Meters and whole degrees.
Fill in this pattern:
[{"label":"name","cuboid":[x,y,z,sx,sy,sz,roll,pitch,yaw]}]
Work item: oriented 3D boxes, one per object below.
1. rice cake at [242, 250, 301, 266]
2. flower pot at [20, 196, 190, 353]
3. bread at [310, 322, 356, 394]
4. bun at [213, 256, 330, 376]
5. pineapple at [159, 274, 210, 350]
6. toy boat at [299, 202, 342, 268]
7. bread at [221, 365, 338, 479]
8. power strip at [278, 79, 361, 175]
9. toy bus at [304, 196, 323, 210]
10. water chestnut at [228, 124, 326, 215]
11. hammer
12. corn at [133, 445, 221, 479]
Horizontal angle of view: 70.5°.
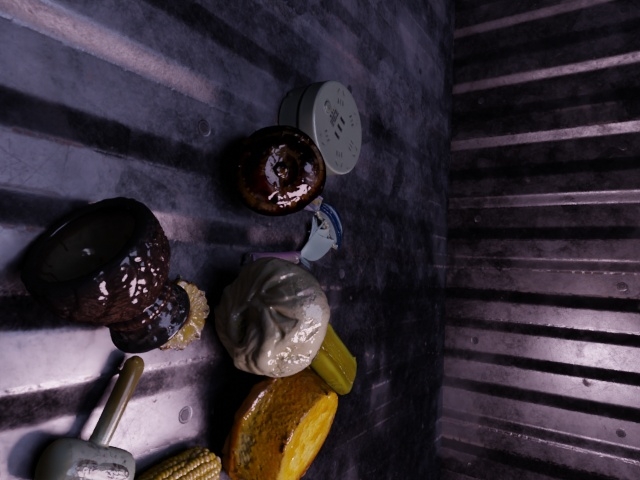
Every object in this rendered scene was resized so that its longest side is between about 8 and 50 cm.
[{"label":"rice cake","cuboid":[-0.154,0.061,1.514,0.269,0.055,0.049,1,85,-54]},{"label":"flower pot","cuboid":[-0.418,0.090,0.954,0.267,0.266,0.267,-61,146,-36]},{"label":"bread","cuboid":[0.026,0.444,1.736,0.384,0.112,0.166,58,42,-40]},{"label":"bun","cuboid":[-0.155,0.218,1.271,0.210,0.359,0.360,8,83,-49]},{"label":"pineapple","cuboid":[-0.379,0.190,1.186,0.221,0.047,0.222,-1,91,-55]},{"label":"toy boat","cuboid":[-0.004,-0.031,1.730,0.291,0.070,0.210,-28,111,-50]},{"label":"bread","cuboid":[-0.117,0.568,1.378,0.398,0.215,0.399,-42,145,-40]},{"label":"power strip","cuboid":[0.014,-0.397,1.665,0.357,0.161,0.358,-1,91,-57]},{"label":"toy bus","cuboid":[-0.065,-0.166,1.638,0.190,0.064,0.075,33,69,-52]},{"label":"water chestnut","cuboid":[-0.133,-0.210,1.395,0.300,0.299,0.301,-1,91,-56]},{"label":"hammer","cuboid":[-0.472,0.403,1.004,0.202,0.113,0.306,50,46,-48]},{"label":"corn","cuboid":[-0.382,0.614,1.113,0.346,0.130,0.131,-5,95,-56]}]
